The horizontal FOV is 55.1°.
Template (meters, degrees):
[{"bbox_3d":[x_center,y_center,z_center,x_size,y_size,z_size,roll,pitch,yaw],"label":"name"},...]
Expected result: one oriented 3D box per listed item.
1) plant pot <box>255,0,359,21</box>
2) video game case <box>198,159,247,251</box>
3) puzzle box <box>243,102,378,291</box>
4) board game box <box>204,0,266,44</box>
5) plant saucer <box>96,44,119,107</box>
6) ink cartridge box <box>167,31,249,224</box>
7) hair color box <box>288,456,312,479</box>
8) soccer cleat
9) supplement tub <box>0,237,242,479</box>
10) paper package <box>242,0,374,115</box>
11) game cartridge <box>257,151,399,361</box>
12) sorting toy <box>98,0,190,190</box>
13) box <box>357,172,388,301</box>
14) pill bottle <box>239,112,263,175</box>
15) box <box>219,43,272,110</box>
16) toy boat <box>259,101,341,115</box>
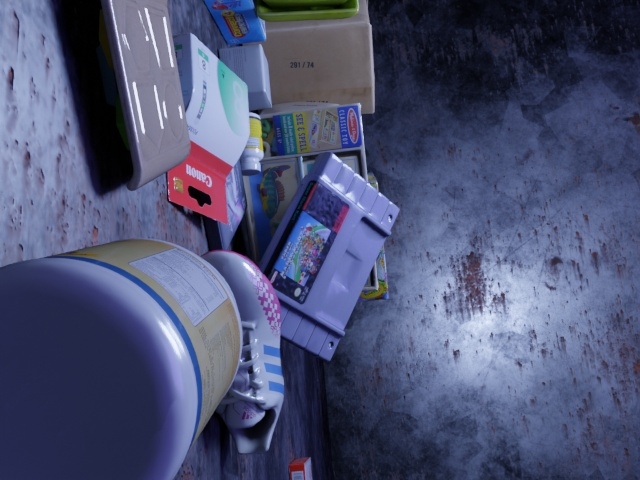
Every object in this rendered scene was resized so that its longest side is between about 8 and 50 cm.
[{"bbox_3d":[-0.029,-0.546,1.148,0.207,0.229,0.227,90,-4,-62],"label":"plant pot"},{"bbox_3d":[-0.170,-0.111,1.062,0.274,0.026,0.195,-89,172,-71],"label":"video game case"},{"bbox_3d":[-0.026,-0.077,1.323,0.052,0.272,0.408,-80,163,-78],"label":"puzzle box"},{"bbox_3d":[-0.183,-0.584,1.179,0.302,0.086,0.307,50,34,-83],"label":"board game box"},{"bbox_3d":[-0.205,-0.186,0.685,0.192,0.018,0.067,-87,170,-74],"label":"plant saucer"},{"bbox_3d":[-0.155,-0.150,0.870,0.181,0.056,0.224,28,54,-70],"label":"ink cartridge box"},{"bbox_3d":[-0.050,0.607,1.590,0.141,0.043,0.071,66,18,-75],"label":"hair color box"},{"bbox_3d":[-0.106,0.167,0.852,0.143,0.116,0.331,-92,175,-52],"label":"soccer cleat"},{"bbox_3d":[-0.130,0.073,0.392,0.199,0.145,0.144,-59,143,-85],"label":"supplement tub"},{"bbox_3d":[-0.027,-0.478,1.603,0.309,0.325,0.168,81,5,-53],"label":"paper package"},{"bbox_3d":[0.006,0.033,1.196,0.230,0.068,0.354,36,73,-38],"label":"game cartridge"},{"bbox_3d":[-0.182,-0.169,0.637,0.193,0.038,0.208,-83,171,-74],"label":"sorting toy"},{"bbox_3d":[0.000,0.000,1.461,0.177,0.290,0.278,-85,169,-76],"label":"box"},{"bbox_3d":[-0.148,-0.191,1.228,0.065,0.065,0.116,64,21,-80],"label":"pill bottle"},{"bbox_3d":[-0.150,-0.326,1.241,0.102,0.087,0.101,59,25,-81],"label":"box"},{"bbox_3d":[-0.078,-0.246,1.517,0.318,0.268,0.148,-38,130,-49],"label":"toy boat"}]
